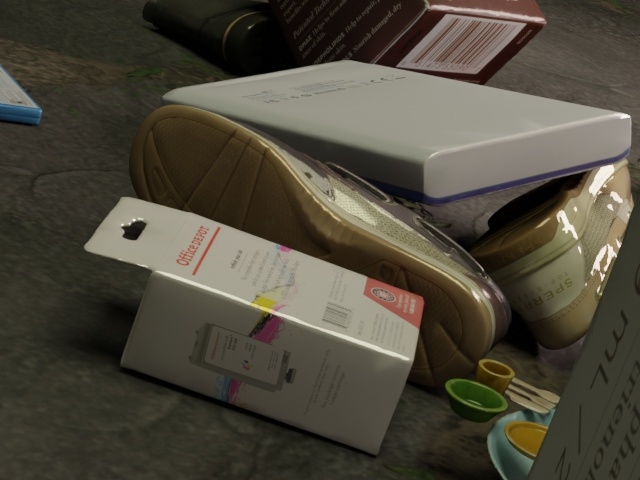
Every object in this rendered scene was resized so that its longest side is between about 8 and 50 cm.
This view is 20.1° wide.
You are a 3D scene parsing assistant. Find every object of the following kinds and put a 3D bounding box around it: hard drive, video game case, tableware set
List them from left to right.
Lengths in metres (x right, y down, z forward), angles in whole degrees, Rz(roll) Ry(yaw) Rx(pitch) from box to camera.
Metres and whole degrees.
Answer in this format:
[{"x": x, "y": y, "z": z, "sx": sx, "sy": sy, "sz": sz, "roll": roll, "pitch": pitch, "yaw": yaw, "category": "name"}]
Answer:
[{"x": -0.311, "y": -0.126, "z": 1.386, "sx": 0.166, "sy": 0.015, "sz": 0.119, "roll": 6, "pitch": 23, "yaw": -33, "category": "video game case"}, {"x": 0.052, "y": -0.091, "z": 1.411, "sx": 0.210, "sy": 0.040, "sz": 0.319, "roll": -14, "pitch": 20, "yaw": -37, "category": "hard drive"}, {"x": 0.150, "y": 0.107, "z": 1.030, "sx": 0.154, "sy": 0.024, "sz": 0.104, "roll": 26, "pitch": 20, "yaw": 20, "category": "tableware set"}]

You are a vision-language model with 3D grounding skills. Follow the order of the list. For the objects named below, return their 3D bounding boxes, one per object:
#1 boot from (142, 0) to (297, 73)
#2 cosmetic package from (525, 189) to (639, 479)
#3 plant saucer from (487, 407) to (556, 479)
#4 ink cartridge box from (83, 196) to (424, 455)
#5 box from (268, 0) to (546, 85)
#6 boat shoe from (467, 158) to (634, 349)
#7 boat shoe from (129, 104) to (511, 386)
[{"x": -0.066, "y": -0.222, "z": 1.804, "sx": 0.137, "sy": 0.076, "sz": 0.198, "roll": 24, "pitch": 18, "yaw": 32, "category": "boot"}, {"x": 0.247, "y": 0.185, "z": 0.543, "sx": 0.327, "sy": 0.329, "sz": 0.393, "roll": 16, "pitch": 18, "yaw": -10, "category": "cosmetic package"}, {"x": 0.180, "y": 0.157, "z": 1.012, "sx": 0.195, "sy": 0.037, "sz": 0.195, "roll": 17, "pitch": 18, "yaw": -6, "category": "plant saucer"}, {"x": -0.044, "y": 0.046, "z": 1.070, "sx": 0.198, "sy": 0.067, "sz": 0.115, "roll": 20, "pitch": 18, "yaw": 1, "category": "ink cartridge box"}, {"x": 0.069, "y": -0.238, "z": 1.696, "sx": 0.168, "sy": 0.167, "sz": 0.203, "roll": 0, "pitch": 56, "yaw": -42, "category": "box"}, {"x": 0.192, "y": 0.006, "z": 1.378, "sx": 0.098, "sy": 0.109, "sz": 0.302, "roll": 59, "pitch": 21, "yaw": -3, "category": "boat shoe"}, {"x": 0.000, "y": 0.000, "z": 1.201, "sx": 0.285, "sy": 0.102, "sz": 0.092, "roll": 30, "pitch": 16, "yaw": 20, "category": "boat shoe"}]
